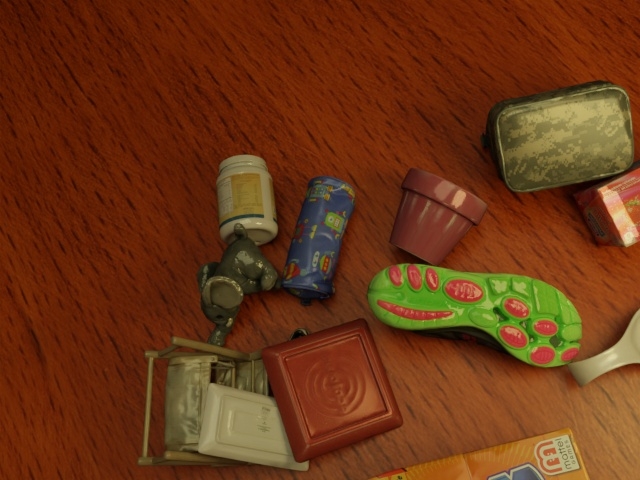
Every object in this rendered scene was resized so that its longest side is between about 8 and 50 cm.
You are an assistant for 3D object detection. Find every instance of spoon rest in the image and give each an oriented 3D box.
[{"bbox_3d":[0.662,0.225,1.434,0.276,0.084,0.137,-24,73,-8],"label":"spoon rest"}]

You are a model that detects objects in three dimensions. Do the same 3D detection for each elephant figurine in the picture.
[{"bbox_3d":[-0.223,0.118,1.610,0.239,0.169,0.186,-36,73,-8],"label":"elephant figurine"}]

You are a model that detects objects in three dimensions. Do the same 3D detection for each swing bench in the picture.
[{"bbox_3d":[-0.249,0.363,1.509,0.165,0.255,0.253,-29,55,49],"label":"swing bench"}]

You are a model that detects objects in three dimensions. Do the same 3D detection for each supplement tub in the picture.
[{"bbox_3d":[-0.185,-0.097,1.699,0.144,0.144,0.199,-10,68,7],"label":"supplement tub"}]

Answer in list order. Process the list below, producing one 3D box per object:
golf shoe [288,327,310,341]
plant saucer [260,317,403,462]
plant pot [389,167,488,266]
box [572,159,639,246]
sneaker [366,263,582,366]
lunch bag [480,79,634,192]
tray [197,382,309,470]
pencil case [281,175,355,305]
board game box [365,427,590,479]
[{"bbox_3d":[-0.069,0.291,1.564,0.068,0.086,0.186,10,73,12],"label":"golf shoe"},{"bbox_3d":[0.030,0.319,1.496,0.259,0.047,0.258,-15,73,-16],"label":"plant saucer"},{"bbox_3d":[0.256,-0.046,1.583,0.201,0.201,0.180,29,92,19],"label":"plant pot"},{"bbox_3d":[0.743,-0.112,1.508,0.300,0.154,0.142,-27,90,1],"label":"box"},{"bbox_3d":[0.337,0.146,1.490,0.483,0.202,0.185,17,88,-2],"label":"sneaker"},{"bbox_3d":[0.538,-0.249,1.571,0.305,0.256,0.212,-12,108,8],"label":"lunch bag"},{"bbox_3d":[-0.125,0.401,1.460,0.270,0.030,0.145,21,60,-29],"label":"tray"},{"bbox_3d":[0.000,0.000,1.641,0.133,0.119,0.306,21,71,-20],"label":"pencil case"},{"bbox_3d":[0.334,0.560,1.213,0.357,0.356,0.356,-19,67,14],"label":"board game box"}]
